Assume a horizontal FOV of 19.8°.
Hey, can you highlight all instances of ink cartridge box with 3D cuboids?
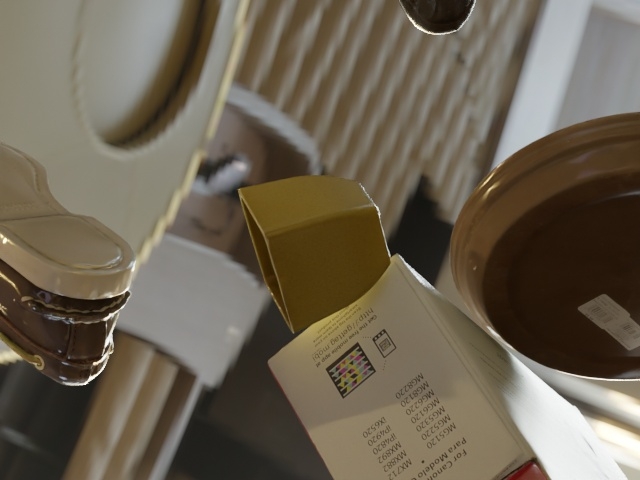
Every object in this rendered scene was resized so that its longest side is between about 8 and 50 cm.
[{"bbox_3d":[0.139,0.197,1.314,0.130,0.272,0.309,-40,-42,9],"label":"ink cartridge box"}]

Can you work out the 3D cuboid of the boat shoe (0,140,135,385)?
[{"bbox_3d":[-0.245,0.001,1.401,0.116,0.324,0.096,-4,-65,-35],"label":"boat shoe"}]

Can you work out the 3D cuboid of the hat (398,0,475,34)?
[{"bbox_3d":[0.111,-0.381,1.935,0.331,0.134,0.331,-52,-25,-38],"label":"hat"}]

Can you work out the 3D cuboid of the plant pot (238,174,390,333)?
[{"bbox_3d":[0.000,0.000,1.262,0.083,0.081,0.081,-20,-61,-7],"label":"plant pot"}]

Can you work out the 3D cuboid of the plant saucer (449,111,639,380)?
[{"bbox_3d":[0.235,0.017,1.352,0.278,0.278,0.041,81,-174,-47],"label":"plant saucer"}]
